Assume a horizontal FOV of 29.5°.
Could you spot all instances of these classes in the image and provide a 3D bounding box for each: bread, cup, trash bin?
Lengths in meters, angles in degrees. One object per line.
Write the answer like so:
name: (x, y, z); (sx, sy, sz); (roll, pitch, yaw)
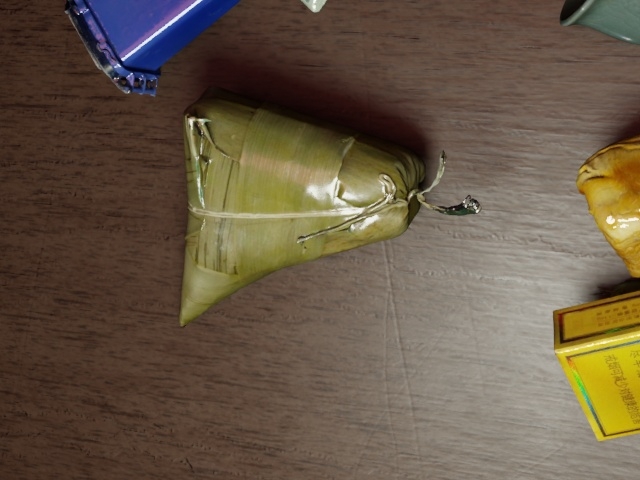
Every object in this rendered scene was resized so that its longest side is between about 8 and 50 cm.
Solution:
bread: (0.504, -0.084, 1.531); (0.344, 0.195, 0.149); (-22, 53, 20)
cup: (0.422, -0.322, 1.548); (0.150, 0.199, 0.199); (31, 107, -5)
trash bin: (-0.233, -0.342, 1.786); (0.234, 0.162, 0.184); (-31, 86, 15)

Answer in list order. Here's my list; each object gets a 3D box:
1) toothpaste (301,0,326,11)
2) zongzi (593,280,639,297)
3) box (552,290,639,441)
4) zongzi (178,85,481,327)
toothpaste: (-0.080, -0.426, 1.777); (0.239, 0.039, 0.062); (39, 113, 10)
zongzi: (0.447, 0.114, 1.653); (0.154, 0.062, 0.131); (-8, 119, 31)
box: (0.475, 0.147, 1.572); (0.301, 0.084, 0.193); (-16, 128, 21)
zongzi: (0.000, 0.000, 1.748); (0.447, 0.181, 0.418); (17, 117, 14)
